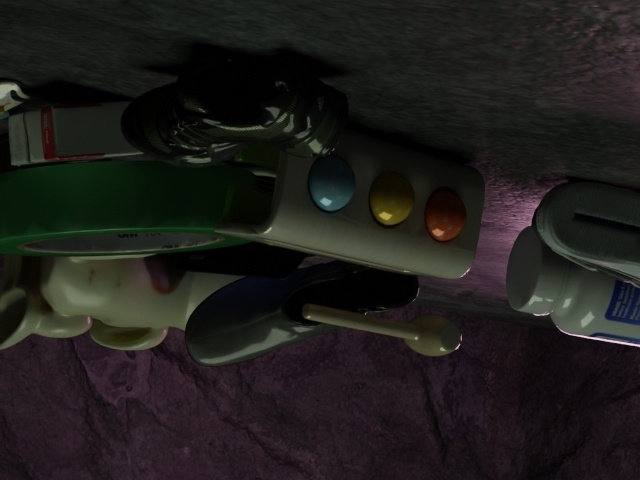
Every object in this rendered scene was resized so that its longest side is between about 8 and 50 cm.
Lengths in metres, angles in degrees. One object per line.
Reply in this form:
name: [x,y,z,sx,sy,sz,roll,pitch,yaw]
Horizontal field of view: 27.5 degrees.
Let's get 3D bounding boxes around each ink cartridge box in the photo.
ink cartridge box: [-0.255,-0.111,1.354,0.099,0.056,0.135,-7,-176,-32]

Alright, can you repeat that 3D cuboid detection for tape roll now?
tape roll: [-0.232,-0.032,1.520,0.321,0.077,0.321,-4,175,0]

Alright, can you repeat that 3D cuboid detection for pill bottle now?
pill bottle: [0.386,0.056,1.688,0.272,0.152,0.152,11,174,-14]

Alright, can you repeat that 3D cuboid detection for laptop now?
laptop: [-0.023,0.003,1.851,0.234,0.136,0.264,4,173,45]

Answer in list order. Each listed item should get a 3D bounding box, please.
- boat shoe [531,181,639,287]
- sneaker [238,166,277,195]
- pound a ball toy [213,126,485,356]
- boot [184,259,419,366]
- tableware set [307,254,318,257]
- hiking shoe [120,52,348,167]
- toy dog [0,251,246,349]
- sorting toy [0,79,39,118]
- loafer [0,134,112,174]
boat shoe: [0.395,0.004,1.446,0.335,0.121,0.119,20,-178,-3]
sneaker: [-0.011,-0.036,1.646,0.258,0.094,0.091,8,179,16]
pound a ball toy: [0.053,0.001,1.341,0.319,0.208,0.136,14,173,-39]
boot: [-0.039,0.085,1.742,0.338,0.118,0.223,-22,179,3]
tableware set: [0.000,0.000,1.923,0.141,0.020,0.169,-1,-165,32]
hiking shoe: [-0.092,-0.120,1.089,0.227,0.086,0.114,-2,156,34]
toy dog: [-0.258,0.025,2.030,0.408,0.284,0.395,11,156,-33]
sorting toy: [-0.334,-0.148,1.348,0.075,0.044,0.083,-13,168,16]
loafer: [-0.352,-0.085,1.681,0.087,0.094,0.251,19,169,-38]
